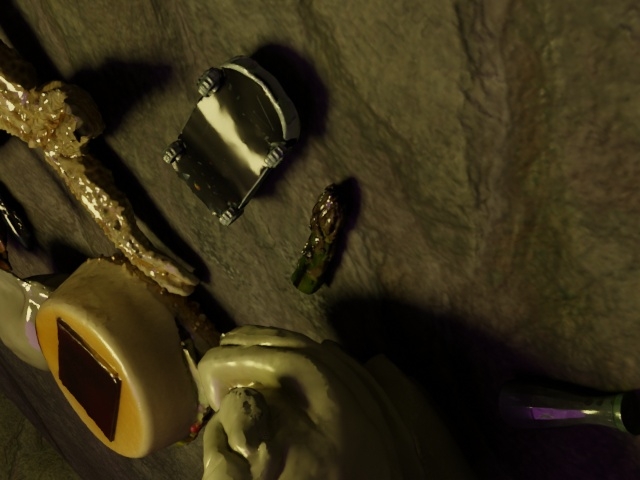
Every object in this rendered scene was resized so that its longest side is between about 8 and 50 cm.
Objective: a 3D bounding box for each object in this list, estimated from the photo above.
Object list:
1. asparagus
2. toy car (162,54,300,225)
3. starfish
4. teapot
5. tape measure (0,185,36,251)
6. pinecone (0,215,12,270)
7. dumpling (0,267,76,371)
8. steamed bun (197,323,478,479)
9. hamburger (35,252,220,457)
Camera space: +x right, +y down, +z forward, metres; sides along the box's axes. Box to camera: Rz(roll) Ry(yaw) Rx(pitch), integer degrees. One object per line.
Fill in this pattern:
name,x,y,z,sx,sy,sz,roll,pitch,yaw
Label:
asparagus,0.000,0.000,0.638,0.165,0.030,0.036,105,143,-53
toy car,-0.078,-0.088,0.612,0.095,0.056,0.205,48,143,0
starfish,-0.301,-0.130,0.778,0.432,0.082,0.324,43,155,10
teapot,0.201,0.135,0.547,0.110,0.043,0.043,-10,117,47
tape measure,-0.536,-0.138,1.012,0.351,0.098,0.215,56,158,-17
pinecone,-0.671,-0.016,1.172,0.264,0.264,0.264,29,142,26
dumpling,-0.470,0.138,1.134,0.293,0.204,0.164,143,130,-60
steamed bun,0.032,0.231,0.655,0.394,0.237,0.347,64,-171,-82
hamburger,-0.261,0.159,0.958,0.302,0.170,0.302,24,130,32
